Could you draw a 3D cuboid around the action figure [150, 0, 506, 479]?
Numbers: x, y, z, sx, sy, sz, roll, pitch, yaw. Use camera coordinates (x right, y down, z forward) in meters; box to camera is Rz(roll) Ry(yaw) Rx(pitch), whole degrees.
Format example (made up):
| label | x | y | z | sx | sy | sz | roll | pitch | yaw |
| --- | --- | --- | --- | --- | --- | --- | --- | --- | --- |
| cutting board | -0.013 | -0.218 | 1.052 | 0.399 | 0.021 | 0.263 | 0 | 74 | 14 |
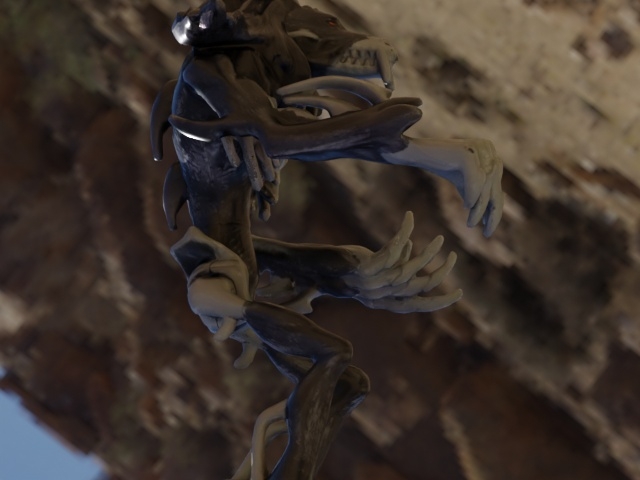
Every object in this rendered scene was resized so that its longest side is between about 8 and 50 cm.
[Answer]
| label | x | y | z | sx | sy | sz | roll | pitch | yaw |
| --- | --- | --- | --- | --- | --- | --- | --- | --- | --- |
| action figure | 0.000 | 0.000 | 0.790 | 0.141 | 0.275 | 0.164 | -1 | 167 | -1 |
